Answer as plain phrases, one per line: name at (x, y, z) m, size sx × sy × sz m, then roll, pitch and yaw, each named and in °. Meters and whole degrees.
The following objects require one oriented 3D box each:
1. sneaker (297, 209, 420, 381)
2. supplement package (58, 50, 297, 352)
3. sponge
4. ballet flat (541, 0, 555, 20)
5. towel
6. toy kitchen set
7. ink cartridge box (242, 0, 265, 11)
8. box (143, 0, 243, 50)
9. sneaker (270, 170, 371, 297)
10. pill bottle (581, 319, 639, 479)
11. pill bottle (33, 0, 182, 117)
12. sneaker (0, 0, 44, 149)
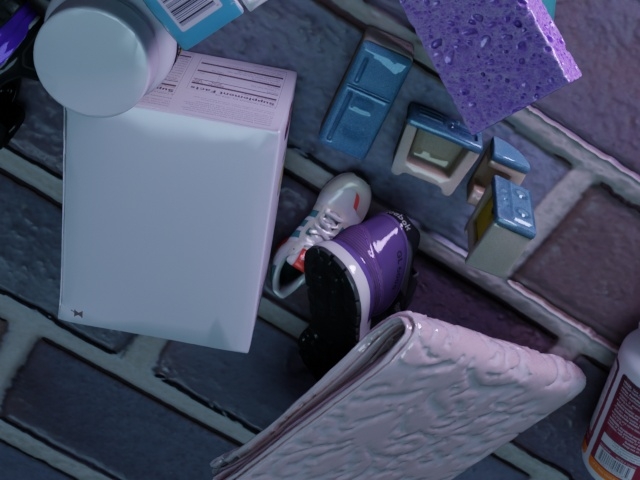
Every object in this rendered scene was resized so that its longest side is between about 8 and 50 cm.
sneaker at (0.057, 0.080, 1.197) m, size 0.107 × 0.124 × 0.283 m, roll 44°, pitch 152°, yaw 25°
supplement package at (-0.145, -0.044, 1.121) m, size 0.204 × 0.145 × 0.261 m, roll 10°, pitch 122°, yaw 0°
sponge at (0.136, -0.210, 0.993) m, size 0.117 × 0.031 × 0.210 m, roll -25°, pitch 96°, yaw 44°
ballet flat at (0.185, -0.251, 1.011) m, size 0.073 × 0.080 × 0.232 m, roll 24°, pitch 123°, yaw 25°
towel at (0.088, 0.200, 1.208) m, size 0.317 × 0.053 × 0.332 m, roll -40°, pitch 144°, yaw 26°
toy kitchen set at (0.109, -0.085, 1.053) m, size 0.207 × 0.166 × 0.122 m, roll 22°, pitch 122°, yaw -7°
ink cartridge box at (-0.007, -0.331, 0.890) m, size 0.233 × 0.171 × 0.168 m, roll -30°, pitch 115°, yaw 9°
box at (-0.146, -0.273, 0.910) m, size 0.060 × 0.244 × 0.100 m, roll -32°, pitch 141°, yaw 7°
sneaker at (0.000, 0.000, 1.171) m, size 0.057 × 0.075 × 0.161 m, roll 35°, pitch 119°, yaw -14°
pill bottle at (0.373, 0.170, 1.205) m, size 0.121 × 0.121 × 0.221 m, roll 12°, pitch 122°, yaw 0°
pill bottle at (-0.178, -0.198, 0.993) m, size 0.119 × 0.208 × 0.119 m, roll 3°, pitch 122°, yaw 5°
sneaker at (-0.384, -0.138, 1.116) m, size 0.293 × 0.102 × 0.146 m, roll -29°, pitch 115°, yaw 22°
